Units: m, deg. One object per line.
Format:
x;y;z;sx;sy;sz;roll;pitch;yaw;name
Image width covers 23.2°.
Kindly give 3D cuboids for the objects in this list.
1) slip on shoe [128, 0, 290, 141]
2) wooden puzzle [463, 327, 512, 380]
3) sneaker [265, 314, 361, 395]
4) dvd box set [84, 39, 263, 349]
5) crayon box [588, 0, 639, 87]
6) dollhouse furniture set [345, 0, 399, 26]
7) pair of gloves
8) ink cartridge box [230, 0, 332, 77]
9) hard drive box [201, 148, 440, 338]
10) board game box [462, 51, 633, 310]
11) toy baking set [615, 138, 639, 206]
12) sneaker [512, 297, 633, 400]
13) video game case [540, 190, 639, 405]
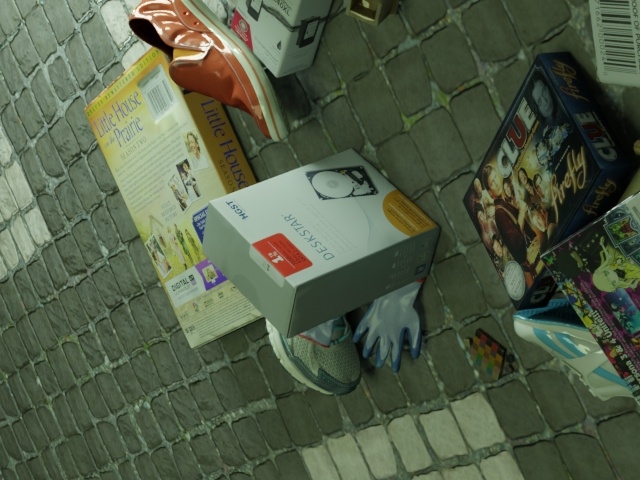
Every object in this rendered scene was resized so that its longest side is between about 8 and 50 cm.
-0.148;-0.232;2.095;0.331;0.101;0.123;47;170;33;slip on shoe
0.208;0.141;1.930;0.083;0.006;0.049;39;138;35;wooden puzzle
-0.017;0.077;2.120;0.122;0.110;0.283;-34;80;53;sneaker
-0.195;-0.063;2.328;0.307;0.062;0.420;-29;85;57;dvd box set
0.372;-0.230;1.394;0.318;0.081;0.202;19;124;56;crayon box
0.038;-0.372;1.824;0.161;0.101;0.182;25;132;14;dollhouse furniture set
0.047;0.084;2.042;0.198;0.023;0.159;21;118;17;pair of gloves
-0.047;-0.301;1.977;0.109;0.063;0.150;49;143;25;ink cartridge box
0.000;0.000;1.935;0.181;0.232;0.089;43;140;31;hard drive box
0.240;-0.061;1.693;0.243;0.042;0.165;112;144;-47;board game box
0.361;-0.006;1.570;0.256;0.030;0.197;24;119;41;toy baking set
0.300;0.123;1.718;0.229;0.087;0.092;18;121;50;sneaker
0.358;0.060;1.550;0.210;0.042;0.232;-39;83;43;video game case
